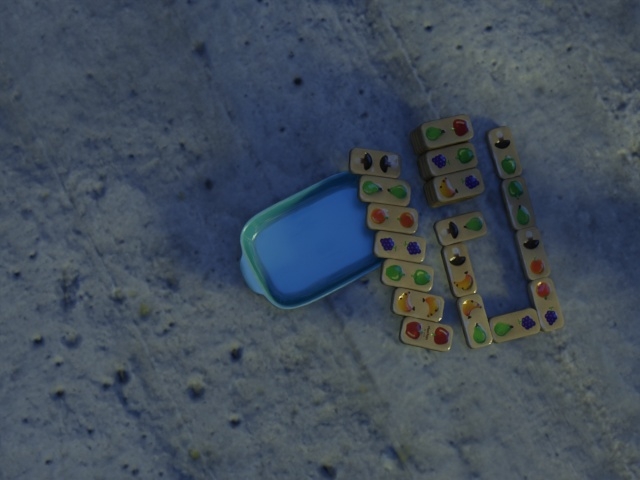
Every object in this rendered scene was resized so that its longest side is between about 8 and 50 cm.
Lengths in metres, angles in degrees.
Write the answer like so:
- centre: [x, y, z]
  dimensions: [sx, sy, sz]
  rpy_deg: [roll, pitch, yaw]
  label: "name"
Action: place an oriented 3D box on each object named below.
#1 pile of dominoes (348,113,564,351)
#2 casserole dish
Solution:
- centre: [0.151, -0.006, 1.634]
  dimensions: [0.196, 0.040, 0.251]
  rpy_deg: [-14, 84, -18]
  label: "pile of dominoes"
- centre: [0.000, 0.000, 1.652]
  dimensions: [0.188, 0.037, 0.114]
  rpy_deg: [-27, 85, -6]
  label: "casserole dish"
